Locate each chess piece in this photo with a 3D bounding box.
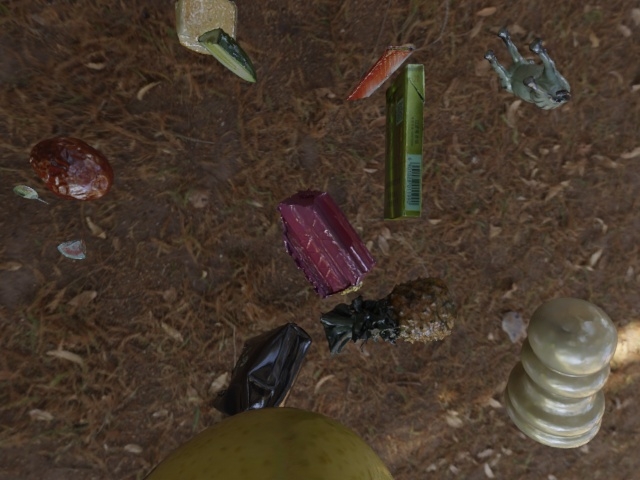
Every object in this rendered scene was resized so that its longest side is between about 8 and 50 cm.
[{"bbox_3d":[0.413,0.214,0.772,0.167,0.167,0.299,-24,131,-10],"label":"chess piece"}]

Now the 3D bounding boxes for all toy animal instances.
[{"bbox_3d":[0.358,-0.267,0.755,0.176,0.216,0.073,30,117,-28],"label":"toy animal"}]

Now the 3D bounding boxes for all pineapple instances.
[{"bbox_3d":[0.125,0.149,0.850,0.248,0.128,0.128,-14,105,-1],"label":"pineapple"}]

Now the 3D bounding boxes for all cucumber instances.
[{"bbox_3d":[-0.146,-0.313,0.763,0.107,0.067,0.035,34,82,-48],"label":"cucumber"}]

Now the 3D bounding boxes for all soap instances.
[{"bbox_3d":[0.000,0.000,1.037,0.099,0.162,0.249,-40,99,-40],"label":"soap"}]

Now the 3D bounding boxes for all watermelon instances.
[{"bbox_3d":[-0.774,0.017,1.409,0.085,0.085,0.061,30,126,-19],"label":"watermelon"}]

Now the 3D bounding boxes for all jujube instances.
[{"bbox_3d":[-0.789,-0.226,1.423,0.290,0.197,0.197,25,95,22],"label":"jujube"}]

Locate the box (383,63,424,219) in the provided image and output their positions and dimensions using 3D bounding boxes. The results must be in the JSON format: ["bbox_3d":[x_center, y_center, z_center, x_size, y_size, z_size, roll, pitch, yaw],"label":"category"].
[{"bbox_3d":[0.180,-0.201,0.988,0.043,0.173,0.311,1,90,-6],"label":"box"}]

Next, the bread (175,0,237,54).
[{"bbox_3d":[-0.242,-0.449,0.945,0.125,0.082,0.105,3,89,-17],"label":"bread"}]

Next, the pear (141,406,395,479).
[{"bbox_3d":[-0.049,0.336,0.403,0.349,0.348,0.348,-3,102,-15],"label":"pear"}]

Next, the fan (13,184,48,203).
[{"bbox_3d":[-0.741,-0.116,1.139,0.060,0.080,0.003,1,59,7],"label":"fan"}]

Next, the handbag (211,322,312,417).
[{"bbox_3d":[-0.199,0.406,1.386,0.152,0.288,0.342,45,50,-21],"label":"handbag"}]

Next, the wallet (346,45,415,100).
[{"bbox_3d":[0.155,-0.443,1.198,0.103,0.196,0.020,-21,80,-39],"label":"wallet"}]

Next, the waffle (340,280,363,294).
[{"bbox_3d":[0.052,0.067,1.346,0.197,0.070,0.192,-4,71,-52],"label":"waffle"}]
